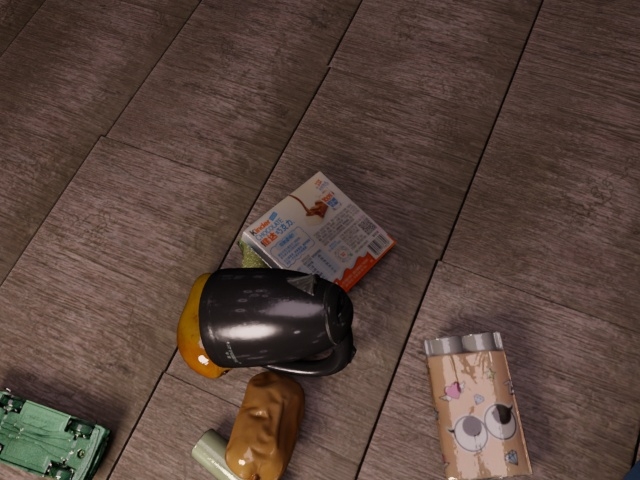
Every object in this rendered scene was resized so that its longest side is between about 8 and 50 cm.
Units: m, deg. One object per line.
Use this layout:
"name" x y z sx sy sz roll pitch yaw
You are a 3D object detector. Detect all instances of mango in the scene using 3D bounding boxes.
"mango" -0.261 0.192 1.257 0.139 0.113 0.253 -9 64 1

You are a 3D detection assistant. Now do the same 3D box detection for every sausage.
"sausage" -0.113 0.386 1.136 0.136 0.120 0.241 14 46 9

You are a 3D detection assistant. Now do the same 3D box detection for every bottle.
"bottle" -0.176 0.485 1.145 0.201 0.072 0.072 33 74 18

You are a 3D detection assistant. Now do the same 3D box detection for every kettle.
"kettle" -0.066 0.179 1.135 0.290 0.268 0.207 -4 32 17

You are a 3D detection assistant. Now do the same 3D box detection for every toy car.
"toy car" -0.616 0.427 1.197 0.321 0.097 0.141 13 68 12

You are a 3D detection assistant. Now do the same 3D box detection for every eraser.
"eraser" 0.321 0.346 1.150 0.171 0.087 0.290 -7 67 1

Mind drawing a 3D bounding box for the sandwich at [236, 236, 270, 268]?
"sandwich" -0.103 0.089 1.320 0.212 0.063 0.245 -15 66 3

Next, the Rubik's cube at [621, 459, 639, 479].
"Rubik's cube" 0.787 0.458 0.922 0.347 0.344 0.346 -39 70 -13

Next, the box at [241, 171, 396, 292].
"box" 0.000 0.000 1.287 0.265 0.048 0.273 45 60 8
